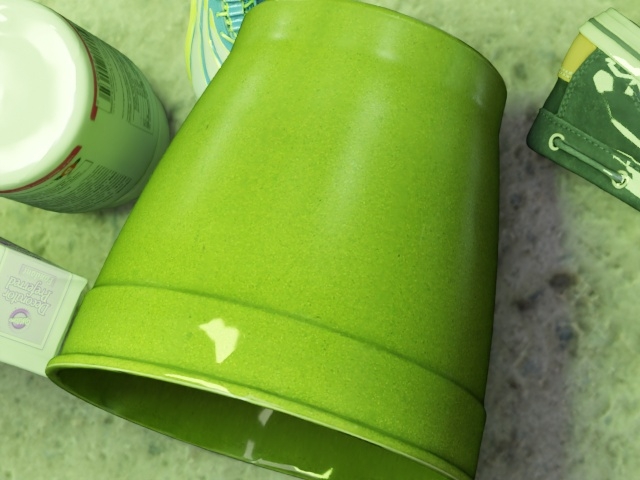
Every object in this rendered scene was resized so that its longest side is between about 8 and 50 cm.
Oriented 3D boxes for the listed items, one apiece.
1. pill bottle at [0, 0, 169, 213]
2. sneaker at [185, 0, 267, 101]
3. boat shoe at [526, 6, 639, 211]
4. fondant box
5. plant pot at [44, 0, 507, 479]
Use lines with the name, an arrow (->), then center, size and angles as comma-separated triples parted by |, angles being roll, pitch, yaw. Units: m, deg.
pill bottle -> -0.234, -0.108, 1.593 | 0.160, 0.283, 0.160 | -1, 84, 12
sneaker -> -0.086, -0.233, 1.654 | 0.091, 0.126, 0.240 | 5, 85, 13
boat shoe -> 0.374, 0.013, 1.512 | 0.500, 0.187, 0.156 | 43, 101, 17
fondant box -> -0.386, 0.000, 1.565 | 0.330, 0.238, 0.096 | 23, 89, 50
plant pot -> 0.000, 0.000, 1.527 | 0.366, 0.366, 0.353 | 13, 75, 13
